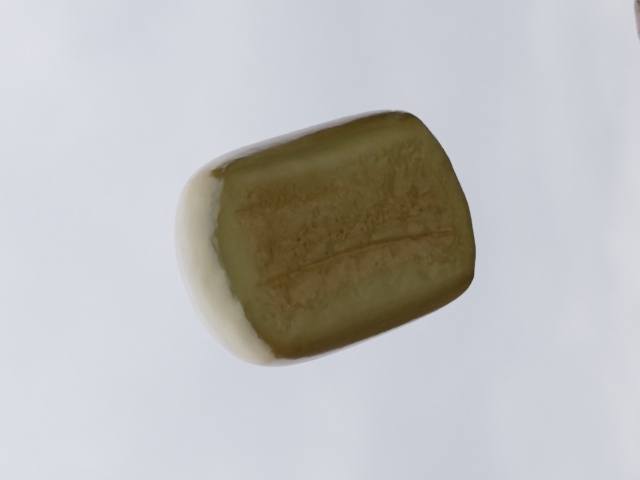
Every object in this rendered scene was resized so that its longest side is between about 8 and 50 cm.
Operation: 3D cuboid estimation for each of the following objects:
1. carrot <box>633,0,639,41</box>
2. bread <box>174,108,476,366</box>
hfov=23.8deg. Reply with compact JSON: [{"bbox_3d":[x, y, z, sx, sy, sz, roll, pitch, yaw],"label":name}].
[{"bbox_3d":[0.221,-0.081,0.960,0.035,0.035,0.165,6,-106,-66],"label":"carrot"},{"bbox_3d":[0.000,0.000,0.990,0.217,0.098,0.147,-14,-97,-36],"label":"bread"}]
